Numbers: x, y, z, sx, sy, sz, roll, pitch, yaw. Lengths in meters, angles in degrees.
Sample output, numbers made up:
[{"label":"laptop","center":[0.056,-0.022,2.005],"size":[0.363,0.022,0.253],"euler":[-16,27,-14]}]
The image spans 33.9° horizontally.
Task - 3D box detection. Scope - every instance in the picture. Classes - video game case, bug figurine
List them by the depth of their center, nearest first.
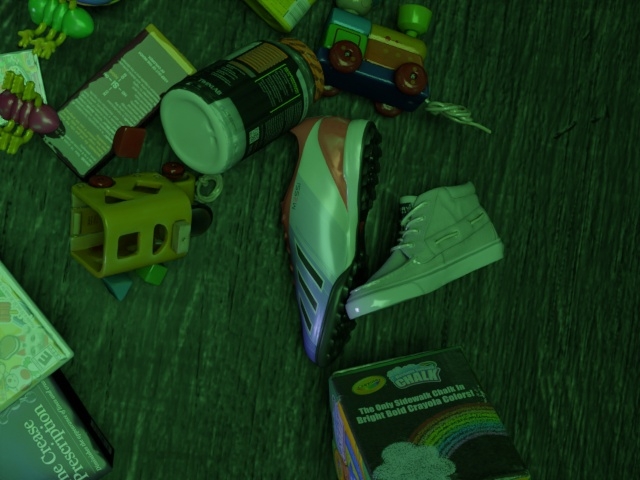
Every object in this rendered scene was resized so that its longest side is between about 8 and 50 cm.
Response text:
[{"label":"video game case","center":[-0.428,0.104,1.176],"size":[0.206,0.026,0.227],"euler":[-38,94,-8]},{"label":"bug figurine","center":[-0.356,-0.223,1.186],"size":[0.216,0.072,0.279],"euler":[32,108,25]},{"label":"video game case","center":[-0.401,-0.182,1.284],"size":[0.122,0.011,0.087],"euler":[-12,93,-11]}]

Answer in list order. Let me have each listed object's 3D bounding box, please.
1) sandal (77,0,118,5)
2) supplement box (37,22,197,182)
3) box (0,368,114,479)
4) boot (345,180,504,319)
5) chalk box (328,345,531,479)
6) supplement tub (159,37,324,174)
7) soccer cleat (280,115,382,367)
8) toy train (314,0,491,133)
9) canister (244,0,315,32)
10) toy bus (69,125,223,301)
[{"label":"sandal","center":[-0.339,-0.412,1.231],"size":[0.126,0.138,0.317],"euler":[-43,100,-10]},{"label":"supplement box","center":[-0.246,-0.163,1.268],"size":[0.188,0.104,0.081],"euler":[-45,98,-7]},{"label":"box","center":[-0.393,0.206,1.247],"size":[0.184,0.103,0.261],"euler":[-33,97,-7]},{"label":"boot","center":[0.116,0.006,1.330],"size":[0.258,0.095,0.123],"euler":[-21,87,-37]},{"label":"chalk box","center":[0.117,0.259,1.286],"size":[0.180,0.289,0.179],"euler":[-11,126,-9]},{"label":"supplement tub","center":[-0.088,-0.167,1.254],"size":[0.190,0.117,0.117],"euler":[-37,98,-39]},{"label":"soccer cleat","center":[0.000,0.000,1.333],"size":[0.116,0.108,0.318],"euler":[9,97,16]},{"label":"toy train","center":[0.116,-0.237,1.349],"size":[0.248,0.105,0.143],"euler":[17,74,-11]},{"label":"canister","center":[-0.032,-0.362,1.314],"size":[0.126,0.073,0.170],"euler":[42,84,-29]},{"label":"toy bus","center":[-0.194,-0.022,1.232],"size":[0.202,0.104,0.191],"euler":[-51,139,-7]}]
